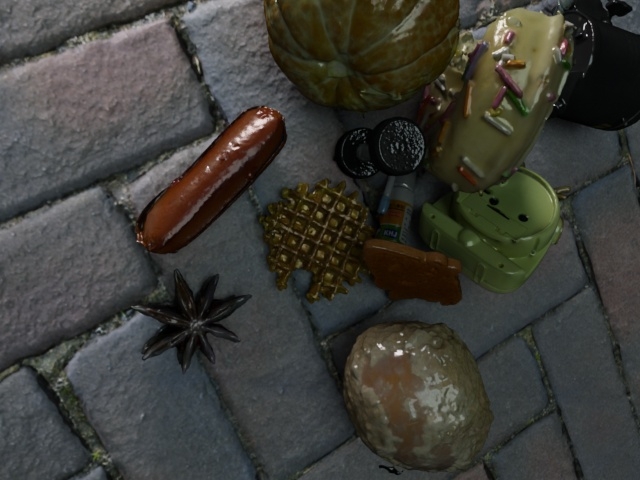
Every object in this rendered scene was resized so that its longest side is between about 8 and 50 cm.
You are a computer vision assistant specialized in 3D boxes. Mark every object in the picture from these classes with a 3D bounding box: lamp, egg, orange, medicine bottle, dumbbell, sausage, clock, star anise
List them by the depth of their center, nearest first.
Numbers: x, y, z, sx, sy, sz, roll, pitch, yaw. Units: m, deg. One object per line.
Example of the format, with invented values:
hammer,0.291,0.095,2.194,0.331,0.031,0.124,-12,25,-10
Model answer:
orange,0.063,-0.360,0.879,0.329,0.329,0.249,24,64,-20
sausage,-0.180,-0.101,0.930,0.330,0.102,0.102,-47,107,-12
star anise,-0.230,0.137,0.947,0.180,0.061,0.204,45,79,-16
dumbbell,0.104,-0.164,0.978,0.100,0.191,0.100,-1,94,-20
egg,0.179,0.286,1.006,0.279,0.279,0.310,-46,113,-11
medicine bottle,0.147,-0.085,1.044,0.092,0.061,0.221,41,59,-54
clock,0.363,-0.057,1.068,0.308,0.096,0.235,-39,61,-23
lamp,0.567,-0.336,1.125,0.272,0.205,0.374,27,74,-16

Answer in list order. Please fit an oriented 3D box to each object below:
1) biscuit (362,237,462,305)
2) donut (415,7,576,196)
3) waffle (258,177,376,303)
biscuit,0.175,0.062,1.028,0.280,0.183,0.043,33,46,-31
donut,0.277,-0.240,0.959,0.150,0.371,0.308,16,103,-7
waffle,0.000,0.000,1.028,0.228,0.051,0.232,-19,99,-17
